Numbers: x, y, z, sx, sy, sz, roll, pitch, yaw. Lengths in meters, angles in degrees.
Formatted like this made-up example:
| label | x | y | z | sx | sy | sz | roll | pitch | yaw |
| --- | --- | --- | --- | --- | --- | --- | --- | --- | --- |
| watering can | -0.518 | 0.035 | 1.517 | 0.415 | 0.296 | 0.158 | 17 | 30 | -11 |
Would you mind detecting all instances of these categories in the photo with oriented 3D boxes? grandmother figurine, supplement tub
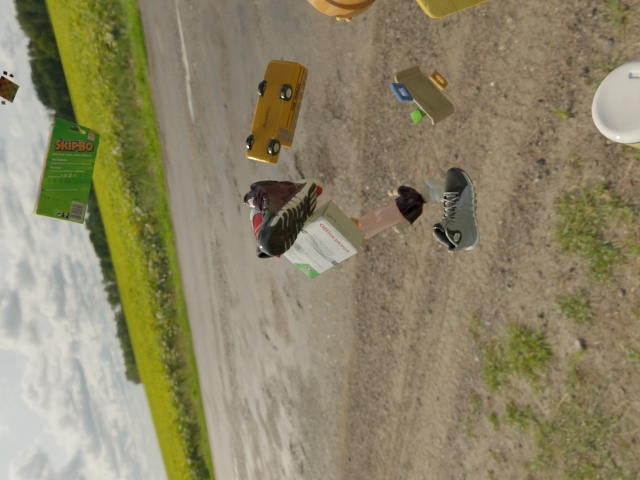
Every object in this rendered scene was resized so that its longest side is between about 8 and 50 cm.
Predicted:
| label | x | y | z | sx | sy | sz | roll | pitch | yaw |
| --- | --- | --- | --- | --- | --- | --- | --- | --- | --- |
| grandmother figurine | 0.266 | -0.105 | 1.849 | 0.104 | 0.342 | 0.207 | 42 | -151 | -47 |
| supplement tub | 0.605 | -0.232 | 1.001 | 0.144 | 0.200 | 0.144 | -12 | 76 | 56 |

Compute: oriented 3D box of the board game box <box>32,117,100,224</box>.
| label | x | y | z | sx | sy | sz | roll | pitch | yaw |
| --- | --- | --- | --- | --- | --- | --- | --- | --- | --- |
| board game box | -0.667 | -0.182 | 1.478 | 0.039 | 0.124 | 0.259 | 4 | 82 | 43 |

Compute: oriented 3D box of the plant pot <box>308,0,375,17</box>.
| label | x | y | z | sx | sy | sz | roll | pitch | yaw |
| --- | --- | --- | --- | --- | --- | --- | --- | --- | --- |
| plant pot | 0.090 | -0.823 | 1.613 | 0.203 | 0.291 | 0.290 | 179 | 78 | -68 |

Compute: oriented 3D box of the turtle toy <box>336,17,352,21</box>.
| label | x | y | z | sx | sy | sz | roll | pitch | yaw |
| --- | --- | --- | --- | --- | --- | --- | --- | --- | --- |
| turtle toy | 0.117 | -0.886 | 2.138 | 0.095 | 0.066 | 0.130 | -55 | 7 | 41 |

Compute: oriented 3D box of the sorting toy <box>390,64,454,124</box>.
| label | x | y | z | sx | sy | sz | roll | pitch | yaw |
| --- | --- | --- | --- | --- | --- | --- | --- | --- | --- |
| sorting toy | 0.325 | -0.455 | 1.767 | 0.196 | 0.348 | 0.047 | 51 | 131 | 3 |

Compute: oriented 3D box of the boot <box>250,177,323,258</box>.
| label | x | y | z | sx | sy | sz | roll | pitch | yaw |
| --- | --- | --- | --- | --- | --- | --- | --- | --- | --- |
| boot | -0.083 | -0.050 | 1.522 | 0.244 | 0.088 | 0.176 | -31 | 51 | 26 |

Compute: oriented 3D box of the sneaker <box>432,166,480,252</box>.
| label | x | y | z | sx | sy | sz | roll | pitch | yaw |
| --- | --- | --- | --- | --- | --- | --- | --- | --- | --- |
| sneaker | 0.348 | -0.076 | 1.487 | 0.086 | 0.132 | 0.228 | -8 | 97 | 57 |

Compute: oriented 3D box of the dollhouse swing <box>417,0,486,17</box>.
| label | x | y | z | sx | sy | sz | roll | pitch | yaw |
| --- | --- | --- | --- | --- | --- | --- | --- | --- | --- |
| dollhouse swing | 0.080 | -0.523 | 1.078 | 0.315 | 0.305 | 0.347 | 40 | -161 | -38 |

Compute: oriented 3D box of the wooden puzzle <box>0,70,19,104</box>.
| label | x | y | z | sx | sy | sz | roll | pitch | yaw |
| --- | --- | --- | --- | --- | --- | --- | --- | --- | --- |
| wooden puzzle | -0.778 | -0.375 | 1.387 | 0.006 | 0.049 | 0.083 | 7 | 75 | 31 |

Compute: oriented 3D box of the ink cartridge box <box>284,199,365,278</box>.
| label | x | y | z | sx | sy | sz | roll | pitch | yaw |
| --- | --- | --- | --- | --- | --- | --- | --- | --- | --- |
| ink cartridge box | 0.000 | 0.000 | 1.594 | 0.153 | 0.087 | 0.208 | 45 | 132 | -17 |

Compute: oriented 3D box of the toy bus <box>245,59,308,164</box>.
| label | x | y | z | sx | sy | sz | roll | pitch | yaw |
| --- | --- | --- | --- | --- | --- | --- | --- | --- | --- |
| toy bus | -0.143 | -0.418 | 1.839 | 0.108 | 0.130 | 0.332 | 16 | 96 | 26 |

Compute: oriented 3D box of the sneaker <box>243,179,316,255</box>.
| label | x | y | z | sx | sy | sz | roll | pitch | yaw |
| --- | --- | --- | --- | --- | --- | --- | --- | --- | --- |
| sneaker | -0.125 | -0.063 | 1.318 | 0.281 | 0.163 | 0.106 | -53 | -29 | -55 |
